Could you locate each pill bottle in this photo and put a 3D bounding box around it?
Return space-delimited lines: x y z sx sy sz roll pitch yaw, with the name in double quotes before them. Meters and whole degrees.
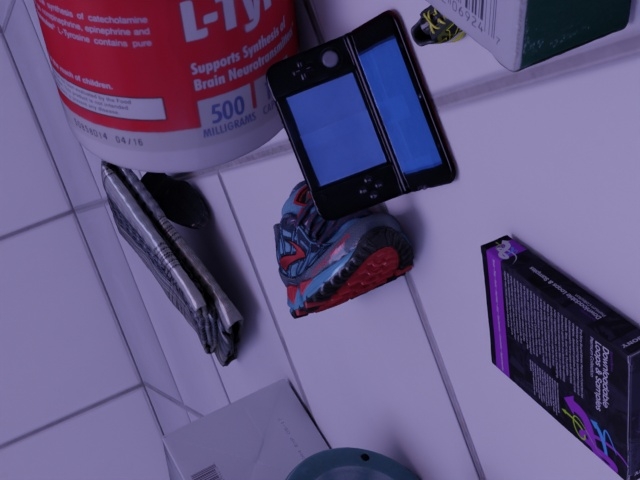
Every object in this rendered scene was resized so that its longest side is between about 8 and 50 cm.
"pill bottle" -0.143 -0.278 0.915 0.229 0.229 0.407 49 154 43

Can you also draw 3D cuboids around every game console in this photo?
"game console" 0.029 -0.097 0.886 0.085 0.124 0.144 -49 -62 -81

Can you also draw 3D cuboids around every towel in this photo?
"towel" -0.233 0.048 1.677 0.324 0.056 0.312 51 164 10

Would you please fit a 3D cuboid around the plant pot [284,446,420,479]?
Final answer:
"plant pot" 0.018 0.378 1.218 0.271 0.272 0.255 54 142 34

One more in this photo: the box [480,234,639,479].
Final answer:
"box" 0.174 0.080 0.773 0.162 0.029 0.116 45 152 51

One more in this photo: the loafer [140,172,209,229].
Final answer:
"loafer" -0.208 -0.057 1.634 0.061 0.062 0.170 38 180 -43

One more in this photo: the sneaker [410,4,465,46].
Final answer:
"sneaker" 0.087 -0.150 0.733 0.031 0.035 0.083 64 161 8

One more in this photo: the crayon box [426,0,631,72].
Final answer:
"crayon box" 0.079 -0.275 0.540 0.203 0.083 0.323 51 156 40

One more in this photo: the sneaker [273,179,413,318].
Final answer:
"sneaker" 0.000 0.000 1.041 0.125 0.104 0.262 68 161 5

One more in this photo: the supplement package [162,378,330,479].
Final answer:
"supplement package" -0.089 0.378 1.563 0.199 0.198 0.262 54 158 32
